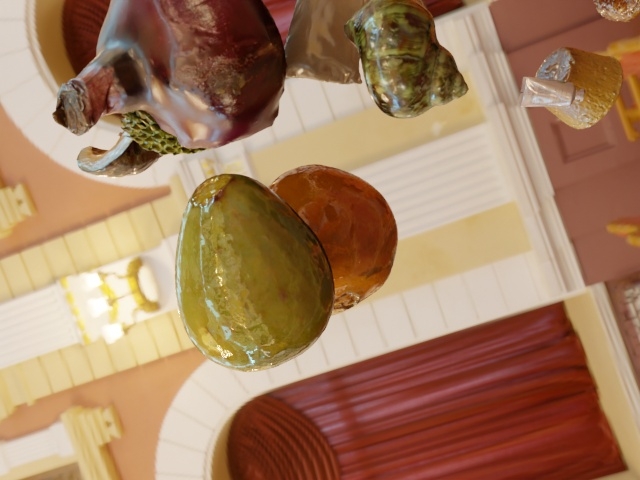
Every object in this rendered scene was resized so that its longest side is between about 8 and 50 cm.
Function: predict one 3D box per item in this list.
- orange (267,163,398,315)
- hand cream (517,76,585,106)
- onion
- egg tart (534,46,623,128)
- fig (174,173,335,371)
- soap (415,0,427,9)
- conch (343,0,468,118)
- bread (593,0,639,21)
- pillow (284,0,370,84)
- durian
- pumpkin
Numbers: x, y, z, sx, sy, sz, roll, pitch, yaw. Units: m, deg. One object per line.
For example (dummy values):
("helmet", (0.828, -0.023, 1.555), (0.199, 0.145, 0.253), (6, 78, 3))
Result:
("orange", (0.000, 0.000, 1.572), (0.312, 0.312, 0.312), (-19, -90, -79))
("hand cream", (0.526, -0.335, 1.813), (0.084, 0.142, 0.053), (87, -168, -47))
("onion", (-0.292, -0.328, 1.429), (0.398, 0.420, 0.398), (55, 159, 33))
("egg tart", (0.633, -0.394, 1.991), (0.147, 0.202, 0.202), (23, -146, -20))
("fig", (-0.113, 0.046, 1.284), (0.258, 0.258, 0.326), (-90, -11, -59))
("soap", (0.078, -0.580, 1.660), (0.339, 0.305, 0.169), (-34, -44, -75))
("conch", (0.124, -0.266, 1.139), (0.181, 0.124, 0.187), (49, -138, -13))
("bread", (0.497, -0.438, 1.264), (0.193, 0.064, 0.193), (-160, 90, -80))
("pillow", (0.030, -0.423, 1.527), (0.067, 0.173, 0.270), (-97, 22, -70))
("durian", (-0.346, -0.281, 1.818), (0.169, 0.158, 0.352), (17, -163, -44))
("pumpkin", (-0.457, -0.192, 1.917), (0.130, 0.254, 0.149), (48, -151, -40))
